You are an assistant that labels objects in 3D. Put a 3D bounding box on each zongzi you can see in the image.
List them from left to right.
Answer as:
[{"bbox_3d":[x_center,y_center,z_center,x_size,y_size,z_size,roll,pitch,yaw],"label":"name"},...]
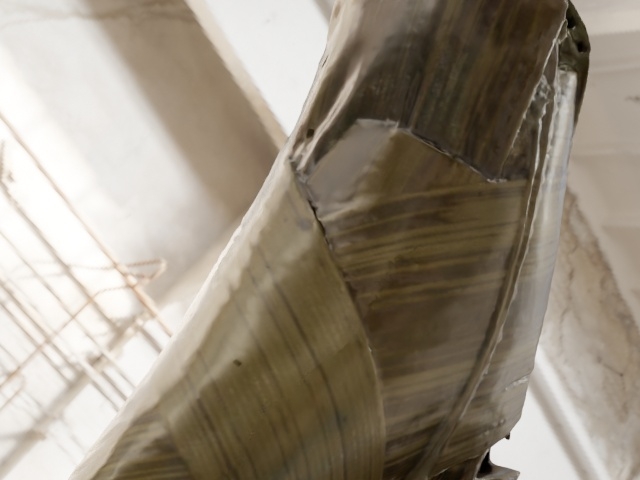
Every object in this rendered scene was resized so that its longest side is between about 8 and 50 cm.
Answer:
[{"bbox_3d":[0.000,0.000,0.426,0.134,0.288,0.285,14,-80,37],"label":"zongzi"}]
